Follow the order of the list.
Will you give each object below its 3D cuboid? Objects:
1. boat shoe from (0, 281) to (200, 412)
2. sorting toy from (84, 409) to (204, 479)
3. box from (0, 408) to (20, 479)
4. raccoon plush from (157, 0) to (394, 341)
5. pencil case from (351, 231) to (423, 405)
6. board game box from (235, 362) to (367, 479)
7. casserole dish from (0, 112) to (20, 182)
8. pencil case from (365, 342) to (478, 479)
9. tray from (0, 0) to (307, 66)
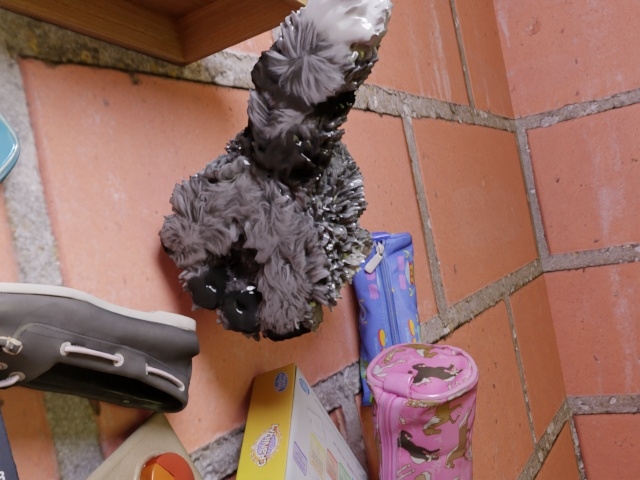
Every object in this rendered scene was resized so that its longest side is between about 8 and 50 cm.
[{"bbox_3d":[-0.220,0.102,0.575,0.335,0.112,0.095,23,57,-59],"label":"boat shoe"},{"bbox_3d":[-0.120,0.334,0.626,0.307,0.041,0.229,61,18,-6],"label":"sorting toy"},{"bbox_3d":[-0.284,0.215,0.435,0.153,0.108,0.207,-17,96,-58],"label":"box"},{"bbox_3d":[0.021,-0.071,0.780,0.216,0.446,0.299,45,32,6],"label":"raccoon plush"},{"bbox_3d":[0.109,0.127,1.100,0.133,0.120,0.305,49,34,-82],"label":"pencil case"},{"bbox_3d":[-0.016,0.342,0.792,0.316,0.064,0.242,-85,150,-59],"label":"board game box"},{"bbox_3d":[-0.317,-0.066,0.539,0.114,0.037,0.188,58,38,-30],"label":"casserole dish"},{"bbox_3d":[0.148,0.338,0.979,0.167,0.160,0.385,-82,170,-71],"label":"pencil case"},{"bbox_3d":[-0.202,-0.274,0.629,0.411,0.203,0.076,2,78,-59],"label":"tray"}]
